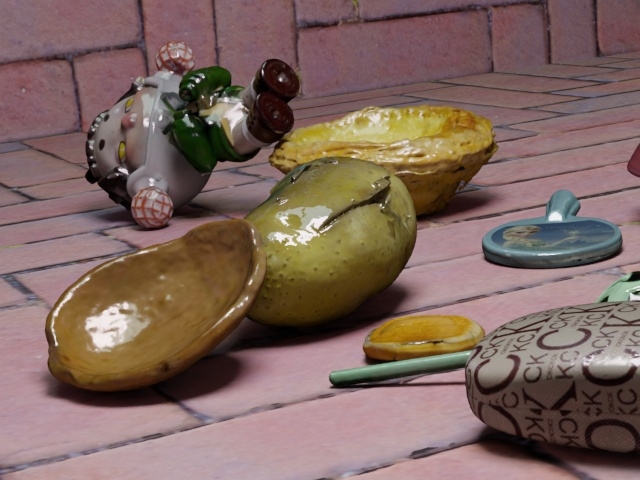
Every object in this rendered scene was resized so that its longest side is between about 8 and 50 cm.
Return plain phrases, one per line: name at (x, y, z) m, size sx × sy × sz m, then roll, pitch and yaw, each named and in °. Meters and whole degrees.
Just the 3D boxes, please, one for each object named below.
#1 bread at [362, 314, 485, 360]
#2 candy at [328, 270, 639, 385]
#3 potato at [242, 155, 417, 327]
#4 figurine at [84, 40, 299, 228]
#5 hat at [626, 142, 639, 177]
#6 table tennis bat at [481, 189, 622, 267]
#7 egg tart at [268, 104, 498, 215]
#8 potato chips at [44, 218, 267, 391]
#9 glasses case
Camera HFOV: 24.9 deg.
bread at (0.086, 0.082, 1.230) m, size 0.110 × 0.024 × 0.110 m, roll -5°, pitch 12°, yaw 1°
candy at (0.151, 0.082, 1.117) m, size 0.305 × 0.083 × 0.091 m, roll -10°, pitch -19°, yaw 13°
potato at (0.000, 0.000, 1.373) m, size 0.169 × 0.143 × 0.248 m, roll -30°, pitch 2°, yaw 35°
figurine at (-0.179, -0.142, 1.954) m, size 0.370 × 0.281 × 0.167 m, roll -18°, pitch -34°, yaw 42°
hat at (0.452, -0.072, 1.652) m, size 0.205 × 0.089 × 0.205 m, roll -1°, pitch 15°, yaw 0°
table tennis bat at (0.258, -0.012, 1.589) m, size 0.149 × 0.038 × 0.237 m, roll -3°, pitch 15°, yaw 16°
egg tart at (0.084, -0.094, 1.859) m, size 0.294 × 0.123 × 0.294 m, roll -8°, pitch 15°, yaw 2°
potato chips at (-0.132, 0.064, 1.240) m, size 0.195 × 0.062 × 0.208 m, roll 8°, pitch 45°, yaw 41°
glasses case at (0.268, 0.089, 0.954) m, size 0.354 × 0.085 × 0.137 m, roll 0°, pitch 18°, yaw 28°
